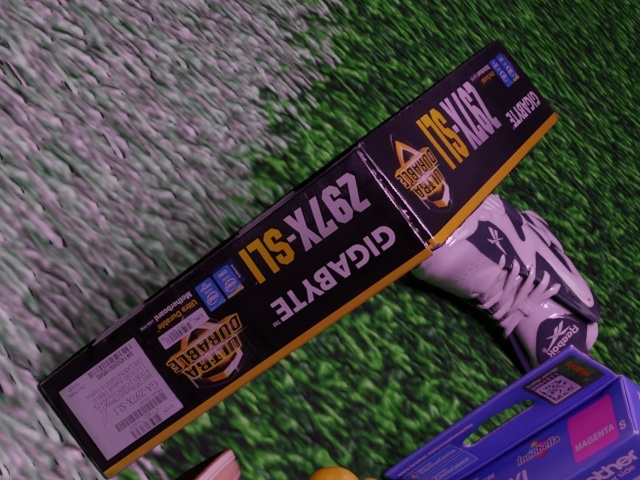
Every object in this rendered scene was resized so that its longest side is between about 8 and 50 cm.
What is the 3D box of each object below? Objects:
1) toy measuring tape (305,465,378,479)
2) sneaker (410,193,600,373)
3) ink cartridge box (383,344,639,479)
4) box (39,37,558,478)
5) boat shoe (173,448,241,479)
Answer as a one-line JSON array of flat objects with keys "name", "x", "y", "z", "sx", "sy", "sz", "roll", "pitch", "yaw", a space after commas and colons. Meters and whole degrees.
[{"name": "toy measuring tape", "x": 0.037, "y": 0.259, "z": 1.007, "sx": 0.121, "sy": 0.121, "sz": 0.330, "roll": 34, "pitch": 30, "yaw": -33}, {"name": "sneaker", "x": 0.174, "y": 0.049, "z": 1.537, "sx": 0.153, "sy": 0.094, "sz": 0.235, "roll": 52, "pitch": 14, "yaw": 19}, {"name": "ink cartridge box", "x": 0.216, "y": 0.203, "z": 1.304, "sx": 0.311, "sy": 0.186, "sz": 0.065, "roll": 34, "pitch": 33, "yaw": -32}, {"name": "box", "x": 0.000, "y": 0.000, "z": 1.124, "sx": 0.079, "sy": 0.257, "sz": 0.322, "roll": 52, "pitch": 25, "yaw": -1}, {"name": "boat shoe", "x": -0.079, "y": 0.168, "z": 1.022, "sx": 0.045, "sy": 0.050, "sz": 0.135, "roll": 53, "pitch": 35, "yaw": -7}]
